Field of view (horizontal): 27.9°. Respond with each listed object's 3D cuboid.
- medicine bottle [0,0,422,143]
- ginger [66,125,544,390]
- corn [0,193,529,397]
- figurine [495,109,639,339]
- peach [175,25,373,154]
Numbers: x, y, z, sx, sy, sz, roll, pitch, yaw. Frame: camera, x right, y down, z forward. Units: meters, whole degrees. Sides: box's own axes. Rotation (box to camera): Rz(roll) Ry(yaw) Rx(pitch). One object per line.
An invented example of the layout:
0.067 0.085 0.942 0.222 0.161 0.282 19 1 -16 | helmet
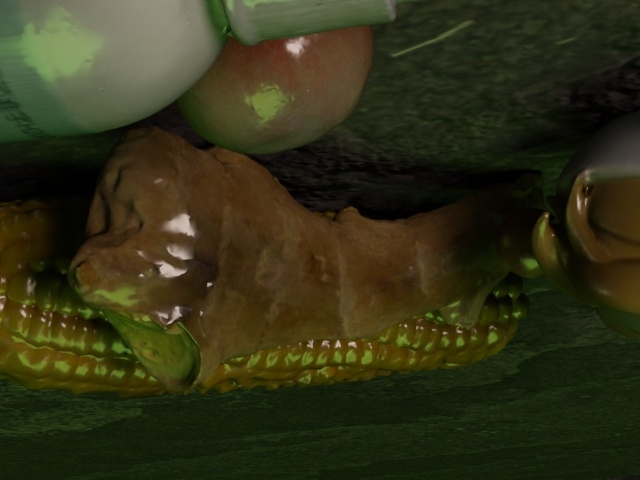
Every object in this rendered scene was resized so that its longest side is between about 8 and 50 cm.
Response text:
-0.093 -0.084 0.382 0.352 0.110 0.110 -5 163 10 | medicine bottle
0.000 0.000 0.691 0.295 0.131 0.086 -7 176 -33 | ginger
-0.047 0.034 0.769 0.363 0.120 0.120 3 162 -20 | corn
0.215 -0.001 0.684 0.194 0.133 0.274 14 -177 41 | figurine
-0.020 -0.074 0.485 0.083 0.083 0.083 -2 163 -1 | peach
